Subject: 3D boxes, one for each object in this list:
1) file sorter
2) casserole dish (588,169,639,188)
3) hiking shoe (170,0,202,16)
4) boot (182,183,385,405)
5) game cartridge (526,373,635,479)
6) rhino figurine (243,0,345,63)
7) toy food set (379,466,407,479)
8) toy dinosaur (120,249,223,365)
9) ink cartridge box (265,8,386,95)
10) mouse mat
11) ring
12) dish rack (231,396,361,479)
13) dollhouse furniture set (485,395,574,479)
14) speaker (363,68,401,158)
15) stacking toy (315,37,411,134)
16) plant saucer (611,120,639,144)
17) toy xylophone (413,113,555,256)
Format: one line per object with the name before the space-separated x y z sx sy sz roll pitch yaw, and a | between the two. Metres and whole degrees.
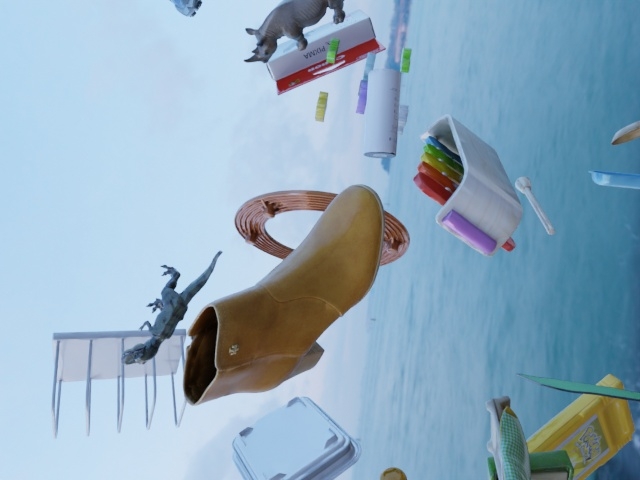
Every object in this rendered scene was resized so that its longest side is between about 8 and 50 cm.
file sorter | -0.452 0.325 1.124 0.193 0.277 0.173 116 148 -42
casserole dish | 0.874 -0.174 1.439 0.114 0.188 0.037 -34 -49 -67
hiking shoe | -0.290 -0.514 0.963 0.113 0.132 0.304 -60 33 7
boot | -0.042 0.064 0.597 0.211 0.104 0.295 2 -65 -53
game cartridge | 0.674 0.532 1.303 0.285 0.323 0.053 55 177 -33
rhino figurine | -0.053 -0.421 0.957 0.073 0.243 0.106 58 -171 17
toy food set | 0.149 0.418 0.642 0.111 0.232 0.104 -31 -55 -30
toy dinosaur | -0.283 0.114 0.950 0.268 0.118 0.064 -54 -48 -4
ink cartridge box | 0.000 -0.462 1.210 0.239 0.275 0.060 -102 -11 -58
mouse mat | 0.359 0.191 0.630 0.152 0.189 0.007 46 -130 -76
ring | 0.000 0.000 0.951 0.336 0.336 0.032 82 -164 -66
dish rack | -0.083 0.533 1.308 0.333 0.285 0.072 14 129 63
dollhouse furniture set | 0.379 0.426 0.856 0.197 0.151 0.301 -84 -17 -52
speaker | 0.101 -0.205 0.811 0.055 0.055 0.136 0 -87 -83
stacking toy | 0.087 -0.305 0.952 0.052 0.167 0.221 98 -178 -63
plant saucer | 0.578 -0.203 0.922 0.083 0.083 0.015 68 -176 -76
toy xylophone | 0.270 -0.095 0.848 0.081 0.236 0.323 -49 10 31
